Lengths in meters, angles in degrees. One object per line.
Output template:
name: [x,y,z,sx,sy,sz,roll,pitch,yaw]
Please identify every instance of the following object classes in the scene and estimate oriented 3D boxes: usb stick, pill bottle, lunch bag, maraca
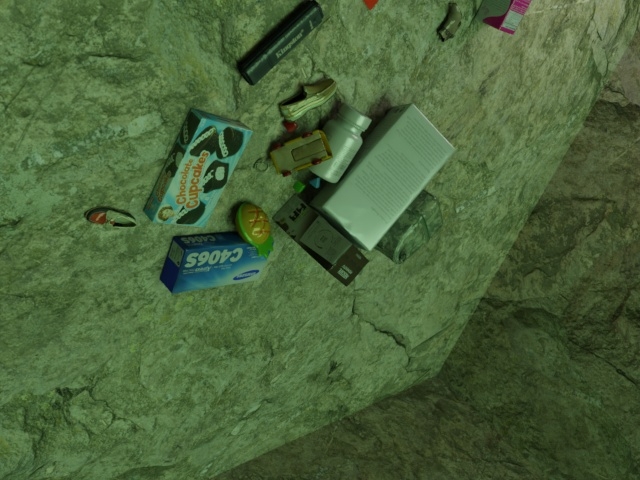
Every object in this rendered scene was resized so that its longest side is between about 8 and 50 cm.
usb stick: [-0.103,-0.519,1.703,0.278,0.045,0.077,-45,147,-6]
pill bottle: [0.056,-0.306,2.030,0.131,0.131,0.229,12,115,-54]
lunch bag: [0.248,-0.080,2.343,0.256,0.305,0.212,-45,148,-14]
maraca: [-0.200,-0.032,2.014,0.185,0.099,0.127,62,35,-20]

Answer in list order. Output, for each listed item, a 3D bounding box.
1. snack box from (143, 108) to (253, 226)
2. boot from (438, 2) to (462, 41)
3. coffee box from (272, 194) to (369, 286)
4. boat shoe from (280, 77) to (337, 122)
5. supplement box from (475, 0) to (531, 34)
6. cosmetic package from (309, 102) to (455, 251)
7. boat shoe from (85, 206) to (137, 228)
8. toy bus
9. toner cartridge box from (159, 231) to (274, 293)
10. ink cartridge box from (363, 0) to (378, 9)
snack box: [-0.333,-0.188,1.769,0.187,0.060,0.321,5,121,-51]
boot: [0.420,-0.706,2.118,0.087,0.042,0.118,-44,147,-3]
coffee box: [0.000,0.000,2.134,0.119,0.297,0.168,-48,147,-1]
boat shoe: [-0.034,-0.420,1.874,0.190,0.068,0.072,-39,135,-13]
supplement box: [0.636,-0.823,2.180,0.114,0.111,0.220,-4,129,-48]
cosmetic package: [0.204,-0.210,2.152,0.230,0.161,0.453,43,82,-18]
boat shoe: [-0.541,-0.055,1.684,0.137,0.043,0.049,7,121,-51]
toy bus: [-0.064,-0.257,1.952,0.190,0.202,0.104,-65,170,12]
toner cartridge box: [-0.318,0.060,2.035,0.348,0.075,0.165,-7,131,-46]
ink cartridge box: [0.191,-0.766,1.777,0.232,0.066,0.189,-54,147,3]
